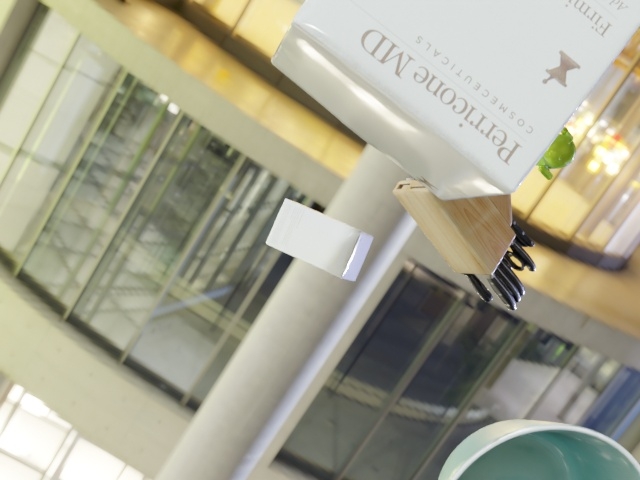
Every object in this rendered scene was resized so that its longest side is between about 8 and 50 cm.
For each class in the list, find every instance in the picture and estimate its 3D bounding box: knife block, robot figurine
[{"bbox_3d":[0.256,0.009,1.718,0.276,0.242,0.088,-5,-177,-40],"label":"knife block"},{"bbox_3d":[0.448,-0.171,1.929,0.067,0.101,0.115,33,174,-11],"label":"robot figurine"}]

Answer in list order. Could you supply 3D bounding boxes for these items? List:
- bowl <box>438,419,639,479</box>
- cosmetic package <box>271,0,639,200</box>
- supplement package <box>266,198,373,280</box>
[{"bbox_3d":[0.281,0.372,1.373,0.312,0.311,0.163,29,-175,-11],"label":"bowl"},{"bbox_3d":[0.189,-0.301,1.277,0.329,0.393,0.327,37,176,-7],"label":"cosmetic package"},{"bbox_3d":[0.000,0.000,2.046,0.179,0.105,0.105,24,-179,19],"label":"supplement package"}]
